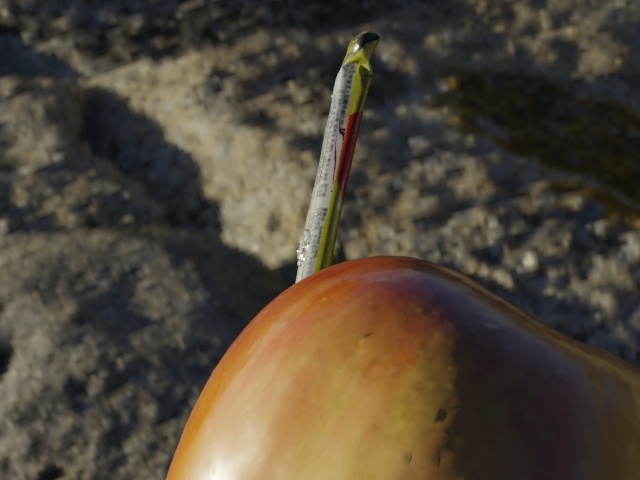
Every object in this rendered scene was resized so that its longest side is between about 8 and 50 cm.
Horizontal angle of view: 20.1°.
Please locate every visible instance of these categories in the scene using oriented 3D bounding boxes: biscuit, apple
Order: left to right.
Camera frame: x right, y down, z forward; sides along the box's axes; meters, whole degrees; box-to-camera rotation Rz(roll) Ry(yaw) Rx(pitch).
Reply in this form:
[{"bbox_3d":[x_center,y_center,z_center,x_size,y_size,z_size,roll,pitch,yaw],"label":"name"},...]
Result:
[{"bbox_3d":[0.000,0.000,1.161,0.026,0.048,0.292,13,70,-4],"label":"biscuit"},{"bbox_3d":[0.035,0.105,0.581,0.199,0.199,0.199,-11,39,9],"label":"apple"}]
